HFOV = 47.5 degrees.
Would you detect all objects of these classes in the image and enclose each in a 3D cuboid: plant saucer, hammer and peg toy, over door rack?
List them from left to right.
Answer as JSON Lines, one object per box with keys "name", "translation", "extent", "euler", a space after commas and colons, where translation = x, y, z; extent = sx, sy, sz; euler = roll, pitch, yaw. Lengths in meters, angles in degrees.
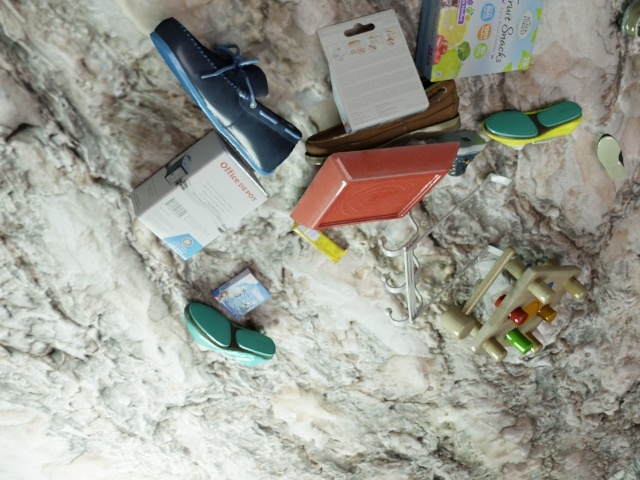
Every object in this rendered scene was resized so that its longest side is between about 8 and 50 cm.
{"name": "plant saucer", "translation": [0.099, -0.090, 1.339], "extent": [0.258, 0.048, 0.259], "euler": [-8, 161, -23]}
{"name": "over door rack", "translation": [0.260, 0.013, 1.564], "extent": [0.324, 0.108, 0.240], "euler": [-30, 137, -19]}
{"name": "hammer and peg toy", "translation": [0.458, 0.157, 1.690], "extent": [0.361, 0.127, 0.266], "euler": [3, 127, -48]}

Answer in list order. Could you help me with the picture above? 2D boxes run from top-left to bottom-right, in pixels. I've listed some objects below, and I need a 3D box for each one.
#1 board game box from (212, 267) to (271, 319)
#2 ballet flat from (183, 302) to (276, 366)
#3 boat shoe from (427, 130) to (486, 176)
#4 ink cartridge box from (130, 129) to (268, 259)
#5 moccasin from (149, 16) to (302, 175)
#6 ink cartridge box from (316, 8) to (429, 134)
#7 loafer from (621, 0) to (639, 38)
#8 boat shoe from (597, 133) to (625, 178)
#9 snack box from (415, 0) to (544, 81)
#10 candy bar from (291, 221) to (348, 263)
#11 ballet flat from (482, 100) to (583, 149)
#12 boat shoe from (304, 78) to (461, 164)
{"name": "board game box", "translation": [-0.160, 0.110, 1.488], "extent": [0.090, 0.020, 0.090], "euler": [-35, 134, 3]}
{"name": "ballet flat", "translation": [-0.204, 0.208, 1.511], "extent": [0.087, 0.083, 0.247], "euler": [-34, 134, 28]}
{"name": "boat shoe", "translation": [0.251, -0.162, 1.400], "extent": [0.183, 0.065, 0.083], "euler": [-9, 137, -50]}
{"name": "ink cartridge box", "translation": [-0.210, -0.078, 1.268], "extent": [0.190, 0.082, 0.140], "euler": [-37, 134, 5]}
{"name": "moccasin", "translation": [-0.140, -0.242, 1.155], "extent": [0.116, 0.138, 0.342], "euler": [-39, 147, 2]}
{"name": "ink cartridge box", "translation": [0.084, -0.283, 1.221], "extent": [0.145, 0.179, 0.045], "euler": [-19, 174, -10]}
{"name": "loafer", "translation": [0.699, -0.442, 1.399], "extent": [0.251, 0.087, 0.094], "euler": [-17, 132, -12]}
{"name": "boat shoe", "translation": [0.642, -0.193, 1.611], "extent": [0.048, 0.042, 0.133], "euler": [-19, 137, 24]}
{"name": "snack box", "translation": [0.278, -0.379, 1.262], "extent": [0.207, 0.070, 0.175], "euler": [-13, 130, -18]}
{"name": "candy bar", "translation": [0.000, 0.000, 1.476], "extent": [0.040, 0.018, 0.161], "euler": [-44, 132, 8]}
{"name": "ballet flat", "translation": [0.423, -0.221, 1.464], "extent": [0.230, 0.077, 0.077], "euler": [-14, 148, -17]}
{"name": "boat shoe", "translation": [0.105, -0.221, 1.296], "extent": [0.307, 0.110, 0.105], "euler": [-20, 117, -19]}
